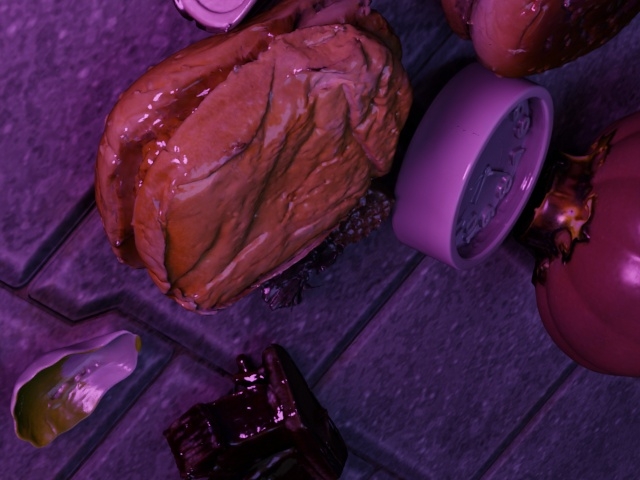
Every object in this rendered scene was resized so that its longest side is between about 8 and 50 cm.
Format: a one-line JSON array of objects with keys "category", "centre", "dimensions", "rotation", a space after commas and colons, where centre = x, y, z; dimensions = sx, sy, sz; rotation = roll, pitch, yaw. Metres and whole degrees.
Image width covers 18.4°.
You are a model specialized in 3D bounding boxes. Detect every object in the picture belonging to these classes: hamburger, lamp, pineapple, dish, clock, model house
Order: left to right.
[{"category": "dish", "centre": [-0.221, 0.116, 1.730], "dimensions": [0.137, 0.039, 0.091], "rotation": [-34, 141, -24]}, {"category": "model house", "centre": [-0.071, 0.211, 1.974], "dimensions": [0.164, 0.141, 0.203], "rotation": [-27, 127, 5]}, {"category": "hamburger", "centre": [-0.055, -0.081, 1.618], "dimensions": [0.283, 0.144, 0.259], "rotation": [-29, 147, -21]}, {"category": "pineapple", "centre": [0.000, 0.000, 1.858], "dimensions": [0.159, 0.074, 0.074], "rotation": [-49, 150, 13]}, {"category": "clock", "centre": [0.149, -0.072, 1.918], "dimensions": [0.197, 0.068, 0.197], "rotation": [-46, 151, -34]}, {"category": "hamburger", "centre": [0.231, -0.267, 1.787], "dimensions": [0.286, 0.146, 0.243], "rotation": [-43, 156, -12]}, {"category": "lamp", "centre": [0.331, -0.007, 2.100], "dimensions": [0.305, 0.240, 0.305], "rotation": [-156, -90, -82]}]

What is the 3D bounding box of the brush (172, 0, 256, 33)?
[{"category": "brush", "centre": [-0.015, -0.300, 1.519], "dimensions": [0.313, 0.072, 0.067], "rotation": [-59, 171, 13]}]
